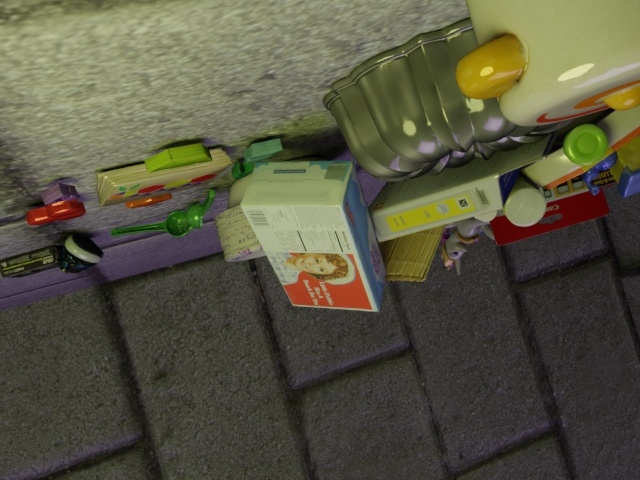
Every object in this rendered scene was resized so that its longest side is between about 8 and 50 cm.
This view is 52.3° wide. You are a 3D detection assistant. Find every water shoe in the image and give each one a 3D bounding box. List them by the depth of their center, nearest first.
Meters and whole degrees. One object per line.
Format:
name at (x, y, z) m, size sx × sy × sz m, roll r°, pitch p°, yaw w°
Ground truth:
water shoe at (-0.490, 0.038, 1.320) m, size 0.080 × 0.073 × 0.203 m, roll -45°, pitch -177°, yaw -9°

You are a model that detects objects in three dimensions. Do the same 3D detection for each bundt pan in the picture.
bundt pan at (0.176, -0.161, 0.810) m, size 0.331 × 0.124 × 0.331 m, roll -15°, pitch 178°, yaw 0°

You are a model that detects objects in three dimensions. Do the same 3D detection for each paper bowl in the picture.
paper bowl at (-0.059, -0.062, 1.227) m, size 0.285 × 0.148 × 0.284 m, roll -16°, pitch 178°, yaw 0°

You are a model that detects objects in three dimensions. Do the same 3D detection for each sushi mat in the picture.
sushi mat at (0.168, -0.055, 1.175) m, size 0.152 × 0.019 × 0.316 m, roll 0°, pitch -130°, yaw 38°

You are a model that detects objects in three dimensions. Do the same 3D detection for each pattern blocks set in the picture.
pattern blocks set at (-0.229, -0.088, 0.925) m, size 0.325 × 0.026 × 0.285 m, roll -15°, pitch 177°, yaw -35°

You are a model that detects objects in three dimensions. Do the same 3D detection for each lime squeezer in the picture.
lime squeezer at (-0.286, -0.052, 1.327) m, size 0.311 × 0.058 × 0.110 m, roll -16°, pitch 148°, yaw 36°

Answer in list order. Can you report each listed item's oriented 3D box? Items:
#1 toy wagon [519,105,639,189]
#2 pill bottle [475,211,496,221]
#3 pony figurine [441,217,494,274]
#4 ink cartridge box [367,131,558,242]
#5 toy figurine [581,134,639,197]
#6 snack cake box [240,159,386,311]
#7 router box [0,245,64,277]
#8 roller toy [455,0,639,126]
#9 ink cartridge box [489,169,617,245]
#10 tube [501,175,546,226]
toy wagon at (0.454, -0.202, 0.989) m, size 0.344 × 0.068 × 0.267 m, roll -36°, pitch -176°, yaw 10°
pill bottle at (0.251, -0.058, 1.020) m, size 0.044 × 0.043 × 0.083 m, roll -16°, pitch -158°, yaw 8°
pony figurine at (0.439, -0.100, 2.116) m, size 0.303 × 0.350 × 0.363 m, roll -19°, pitch 161°, yaw -34°
ink cartridge box at (0.255, -0.135, 1.033) m, size 0.307 × 0.072 × 0.303 m, roll -13°, pitch -153°, yaw 40°
toy figurine at (0.548, -0.167, 1.177) m, size 0.363 × 0.217 × 0.191 m, roll -19°, pitch 151°, yaw -5°
snack cake box at (0.000, 0.000, 0.994) m, size 0.152 × 0.089 × 0.264 m, roll 1°, pitch 142°, yaw 19°
router box at (-0.608, 0.046, 1.395) m, size 0.123 × 0.038 × 0.092 m, roll -16°, pitch 178°, yaw -1°
roller toy at (0.223, -0.174, 0.516) m, size 0.209 × 0.146 × 0.191 m, roll -13°, pitch 176°, yaw -45°
ink cartridge box at (0.533, -0.156, 1.528) m, size 0.310 × 0.271 × 0.130 m, roll -16°, pitch 178°, yaw -4°
tube at (0.302, -0.091, 1.067) m, size 0.062 × 0.070 × 0.240 m, roll 15°, pitch -161°, yaw -6°
